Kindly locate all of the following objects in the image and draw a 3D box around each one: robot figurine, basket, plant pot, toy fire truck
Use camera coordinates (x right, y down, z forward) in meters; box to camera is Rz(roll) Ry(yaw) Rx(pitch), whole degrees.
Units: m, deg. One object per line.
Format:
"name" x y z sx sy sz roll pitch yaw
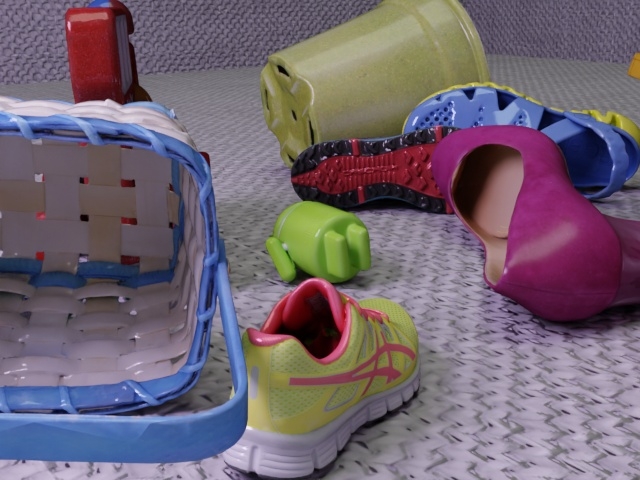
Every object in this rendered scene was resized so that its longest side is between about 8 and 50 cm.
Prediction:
"robot figurine" 0.000 0.000 0.817 0.101 0.067 0.115 -21 24 -30
"basket" -0.168 0.025 0.503 0.254 0.201 0.289 2 23 -5
"plant pot" 0.062 -0.209 1.260 0.253 0.276 0.276 -21 23 -21
"toy fire truck" -0.190 -0.098 0.830 0.169 0.254 0.302 -3 16 -7

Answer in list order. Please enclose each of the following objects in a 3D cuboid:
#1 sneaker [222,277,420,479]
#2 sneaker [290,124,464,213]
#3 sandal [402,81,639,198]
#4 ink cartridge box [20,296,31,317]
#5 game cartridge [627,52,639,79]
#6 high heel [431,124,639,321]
"sneaker" 0.011 0.064 0.548 0.081 0.094 0.208 4 15 22
"sneaker" 0.100 -0.097 1.086 0.261 0.104 0.125 2 13 7
"sandal" 0.262 -0.122 1.109 0.317 0.126 0.138 6 23 5
"ink cartridge box" -0.299 0.065 0.645 0.207 0.046 0.097 -10 20 -31
"game cartridge" 0.660 -0.204 1.309 0.323 0.053 0.285 13 17 -22
"high heel" 0.156 -0.040 0.823 0.181 0.127 0.377 4 16 -25
